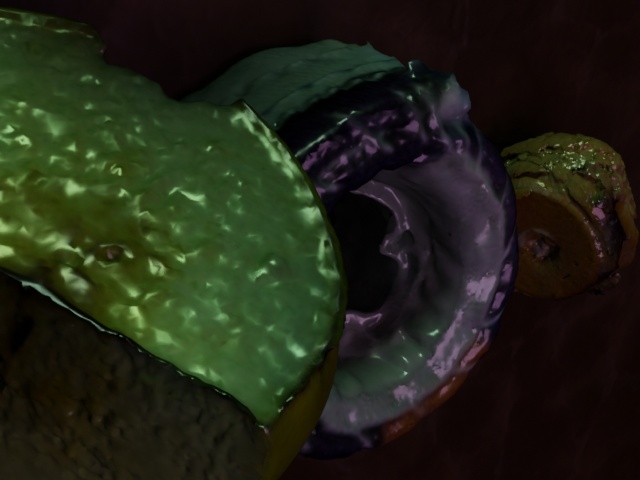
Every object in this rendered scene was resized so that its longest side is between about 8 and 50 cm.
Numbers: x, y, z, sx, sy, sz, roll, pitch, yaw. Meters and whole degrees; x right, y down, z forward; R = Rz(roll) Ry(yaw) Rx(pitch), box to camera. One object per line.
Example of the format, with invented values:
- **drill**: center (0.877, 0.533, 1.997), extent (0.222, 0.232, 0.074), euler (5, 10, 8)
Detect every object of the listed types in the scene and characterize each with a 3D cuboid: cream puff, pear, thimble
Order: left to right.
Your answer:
- **pear**: center (-0.133, 0.050, 0.592), extent (0.159, 0.292, 0.292), euler (-55, 150, -54)
- **thimble**: center (0.000, 0.000, 0.740), extent (0.237, 0.150, 0.237), euler (-19, 122, -34)
- **cream puff**: center (0.173, -0.022, 0.912), extent (0.104, 0.119, 0.133), euler (-44, 152, -46)
